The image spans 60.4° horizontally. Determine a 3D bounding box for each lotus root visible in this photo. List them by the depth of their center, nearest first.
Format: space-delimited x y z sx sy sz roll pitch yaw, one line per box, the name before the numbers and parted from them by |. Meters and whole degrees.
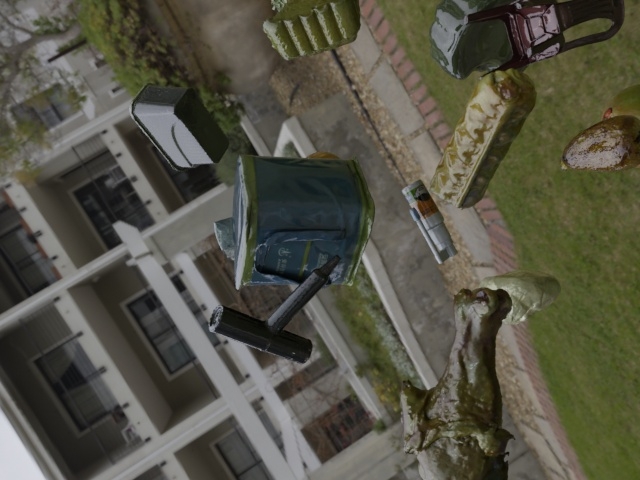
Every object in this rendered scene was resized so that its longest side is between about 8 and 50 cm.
lotus root | 0.556 -0.181 1.102 0.190 0.094 0.108 -15 68 50

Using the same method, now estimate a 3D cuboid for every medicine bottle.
medicine bottle | 0.285 -0.049 1.451 0.061 0.092 0.221 -31 90 50

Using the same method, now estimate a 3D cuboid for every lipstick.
lipstick | -0.203 -0.002 1.328 0.290 0.076 0.077 117 138 -83

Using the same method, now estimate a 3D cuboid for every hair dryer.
hair dryer | -0.055 0.089 0.856 0.173 0.195 0.050 25 -166 -29

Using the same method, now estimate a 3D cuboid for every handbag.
handbag | -0.046 -0.031 1.064 0.222 0.241 0.263 -103 18 -45

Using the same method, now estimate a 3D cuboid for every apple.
apple | 0.958 -0.338 1.624 0.194 0.261 0.261 -27 95 54

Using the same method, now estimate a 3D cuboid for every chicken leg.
chicken leg | 0.233 0.265 0.964 0.140 0.211 0.361 15 -105 -55

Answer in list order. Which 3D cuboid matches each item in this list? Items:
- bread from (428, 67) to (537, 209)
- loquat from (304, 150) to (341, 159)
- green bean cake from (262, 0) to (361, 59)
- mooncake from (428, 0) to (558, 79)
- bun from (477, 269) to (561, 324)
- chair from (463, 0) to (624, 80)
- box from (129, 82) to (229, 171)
bread | 0.271 -0.168 0.927 0.098 0.087 0.269 30 141 12
loquat | 0.002 -0.154 1.367 0.141 0.141 0.141 57 173 11
green bean cake | -0.015 -0.556 1.335 0.124 0.233 0.236 63 -158 -45
mooncake | 0.488 -0.615 1.578 0.351 0.351 0.187 68 -179 -52
bun | 0.547 0.158 1.532 0.229 0.229 0.145 -174 84 -81
chair | 0.546 -0.527 1.335 0.183 0.326 0.176 6 117 65
box | -0.393 -0.317 1.577 0.178 0.138 0.274 9 151 34
